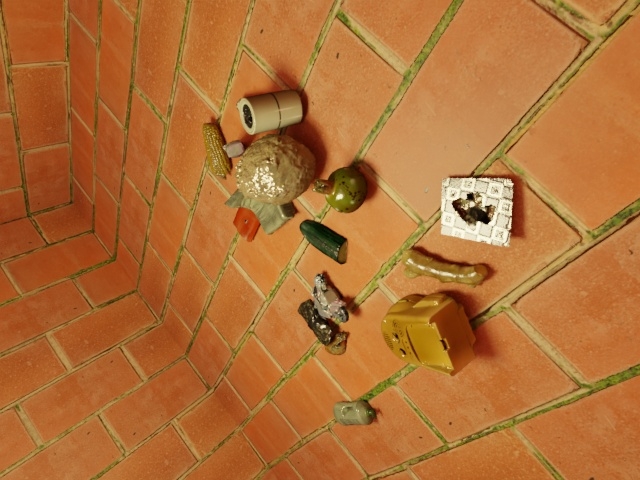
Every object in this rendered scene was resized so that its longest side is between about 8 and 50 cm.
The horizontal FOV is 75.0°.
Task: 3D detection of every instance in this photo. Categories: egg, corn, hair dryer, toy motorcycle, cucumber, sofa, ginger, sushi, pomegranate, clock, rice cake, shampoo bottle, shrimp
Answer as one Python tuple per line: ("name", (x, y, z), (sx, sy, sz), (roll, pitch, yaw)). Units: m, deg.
("egg", (-0.163, -0.258, 1.547), (0.310, 0.279, 0.279), (-23, 95, 21))
("corn", (-0.472, -0.402, 1.890), (0.097, 0.097, 0.262), (0, 110, 43))
("hair dryer", (-0.238, -0.497, 1.575), (0.362, 0.203, 0.128), (31, 135, 50))
("toy motorcycle", (0.024, 0.234, 1.750), (0.239, 0.108, 0.204), (-1, 110, 44))
("cucumber", (0.000, 0.000, 1.685), (0.243, 0.063, 0.115), (32, 130, 29))
("sofa", (-0.249, -0.139, 1.758), (0.210, 0.176, 0.226), (-31, 89, 47))
("ginger", (0.393, 0.093, 1.358), (0.298, 0.065, 0.118), (9, 131, 42))
("sushi", (0.458, -0.092, 1.218), (0.210, 0.040, 0.193), (12, 112, 42))
("pomegranate", (0.068, -0.173, 1.429), (0.159, 0.204, 0.160), (-12, 76, 57))
("clock", (0.350, 0.313, 1.442), (0.317, 0.200, 0.244), (-12, 100, 54))
("rice cake", (-0.338, -0.362, 1.668), (0.056, 0.072, 0.365), (63, 177, -13))
("shampoo bottle", (0.168, 0.800, 1.935), (0.234, 0.087, 0.118), (-29, 91, 47))
("shrimp", (0.079, 0.461, 1.876), (0.101, 0.042, 0.190), (31, 133, 0))

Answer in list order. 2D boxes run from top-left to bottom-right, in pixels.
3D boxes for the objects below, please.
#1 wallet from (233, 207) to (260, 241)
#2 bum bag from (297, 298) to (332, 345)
("wallet", (-0.343, -0.101, 1.964), (0.142, 0.045, 0.204), (47, 136, 13))
("bum bag", (-0.022, 0.365, 1.884), (0.248, 0.069, 0.102), (45, 142, 31))
